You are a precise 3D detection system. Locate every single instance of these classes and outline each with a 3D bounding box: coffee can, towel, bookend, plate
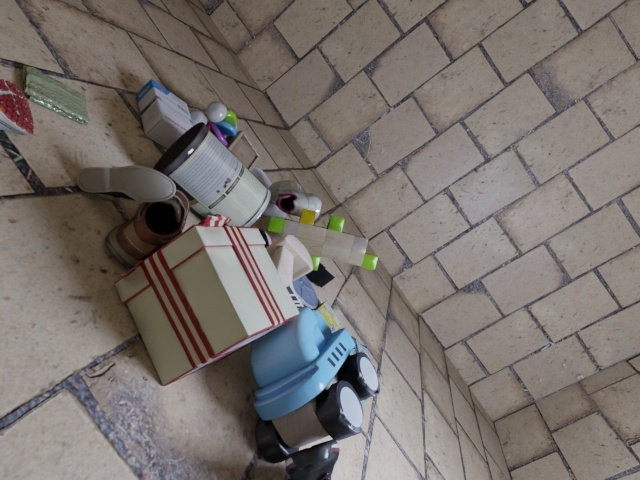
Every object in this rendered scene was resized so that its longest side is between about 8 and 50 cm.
[{"bbox_3d":[-0.308,-0.168,1.183,0.275,0.201,0.202,45,19,-31],"label":"coffee can"},{"bbox_3d":[-0.616,-0.338,0.958,0.148,0.027,0.110,27,33,-58],"label":"towel"},{"bbox_3d":[-0.034,0.090,1.656,0.156,0.072,0.157,57,6,35],"label":"bookend"},{"bbox_3d":[-0.256,-0.224,1.717,0.277,0.045,0.278,58,16,10],"label":"plate"}]

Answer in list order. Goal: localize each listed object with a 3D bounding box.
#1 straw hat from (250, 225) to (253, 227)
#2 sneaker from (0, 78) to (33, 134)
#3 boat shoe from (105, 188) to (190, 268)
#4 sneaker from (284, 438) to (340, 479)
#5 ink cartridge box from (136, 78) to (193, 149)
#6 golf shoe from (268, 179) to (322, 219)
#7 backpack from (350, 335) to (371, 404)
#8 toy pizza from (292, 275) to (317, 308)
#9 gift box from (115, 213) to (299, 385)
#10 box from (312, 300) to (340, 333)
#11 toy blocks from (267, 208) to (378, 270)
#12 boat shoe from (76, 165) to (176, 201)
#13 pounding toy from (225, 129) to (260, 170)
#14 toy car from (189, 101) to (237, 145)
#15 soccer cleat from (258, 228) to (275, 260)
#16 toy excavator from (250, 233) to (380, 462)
[{"bbox_3d":[-0.248,-0.001,1.257,0.061,0.145,0.145,-4,49,-22],"label":"straw hat"},{"bbox_3d":[-0.602,-0.246,0.718,0.225,0.092,0.088,61,16,-82],"label":"sneaker"},{"bbox_3d":[-0.362,-0.050,0.952,0.123,0.116,0.324,49,18,-21],"label":"boat shoe"},{"bbox_3d":[0.003,0.484,0.765,0.281,0.106,0.163,95,-23,-53],"label":"sneaker"},{"bbox_3d":[-0.488,-0.387,1.305,0.148,0.085,0.203,31,30,-54],"label":"ink cartridge box"},{"bbox_3d":[-0.128,-0.168,1.581,0.140,0.115,0.306,2,19,-42],"label":"golf shoe"},{"bbox_3d":[0.073,0.397,1.223,0.144,0.165,0.188,41,19,-37],"label":"backpack"},{"bbox_3d":[-0.080,0.165,1.474,0.201,0.032,0.201,50,13,-16],"label":"toy pizza"},{"bbox_3d":[-0.224,0.100,0.817,0.258,0.255,0.276,61,14,11],"label":"gift box"},{"bbox_3d":[0.013,0.290,1.484,0.105,0.043,0.179,57,14,4],"label":"box"},{"bbox_3d":[0.000,0.000,1.486,0.381,0.191,0.261,13,2,-6],"label":"toy blocks"},{"bbox_3d":[-0.407,-0.122,0.884,0.065,0.205,0.075,-80,176,-89],"label":"boat shoe"},{"bbox_3d":[-0.320,-0.274,1.546,0.181,0.094,0.206,56,44,-35],"label":"pounding toy"},{"bbox_3d":[-0.380,-0.395,1.471,0.159,0.181,0.136,61,7,-74],"label":"toy car"},{"bbox_3d":[-0.147,0.103,1.292,0.116,0.108,0.318,41,19,-50],"label":"soccer cleat"},{"bbox_3d":[-0.055,0.213,1.005,0.445,0.222,0.433,61,22,1],"label":"toy excavator"}]
